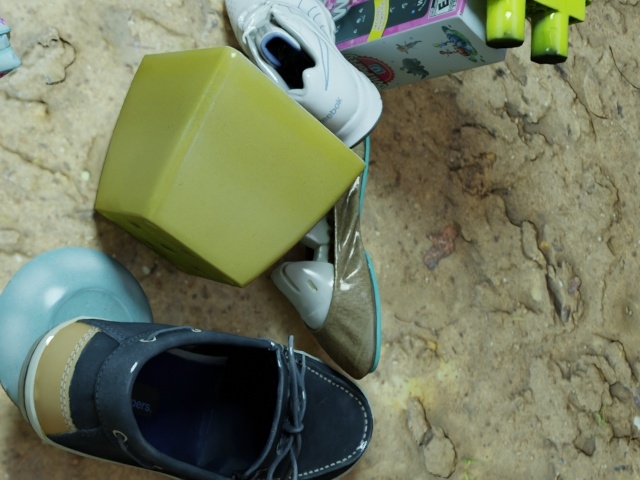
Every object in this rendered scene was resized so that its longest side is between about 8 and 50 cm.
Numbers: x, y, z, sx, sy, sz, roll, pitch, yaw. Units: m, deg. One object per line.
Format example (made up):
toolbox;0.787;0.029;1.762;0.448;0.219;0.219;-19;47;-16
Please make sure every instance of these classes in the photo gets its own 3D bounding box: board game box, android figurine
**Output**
board game box;0.099;-0.307;1.291;0.097;0.303;0.224;30;65;-36
android figurine;0.229;-0.340;1.168;0.248;0.056;0.272;5;83;-43

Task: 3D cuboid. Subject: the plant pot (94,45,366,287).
plant pot;-0.121;-0.069;1.150;0.212;0.212;0.187;39;75;-31

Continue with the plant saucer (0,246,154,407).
plant saucer;-0.250;0.101;1.113;0.195;0.037;0.194;7;80;-40

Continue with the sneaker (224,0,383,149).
sneaker;-0.038;-0.229;1.199;0.111;0.297;0.129;-45;141;10

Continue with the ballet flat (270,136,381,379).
ballet flat;0.000;0.000;1.295;0.124;0.116;0.342;6;75;-27

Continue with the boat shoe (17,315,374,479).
boat shoe;-0.085;0.191;1.147;0.500;0.156;0.186;23;72;-48

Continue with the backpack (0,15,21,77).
backpack;-0.355;-0.181;0.959;0.152;0.182;0.115;-42;111;-37
